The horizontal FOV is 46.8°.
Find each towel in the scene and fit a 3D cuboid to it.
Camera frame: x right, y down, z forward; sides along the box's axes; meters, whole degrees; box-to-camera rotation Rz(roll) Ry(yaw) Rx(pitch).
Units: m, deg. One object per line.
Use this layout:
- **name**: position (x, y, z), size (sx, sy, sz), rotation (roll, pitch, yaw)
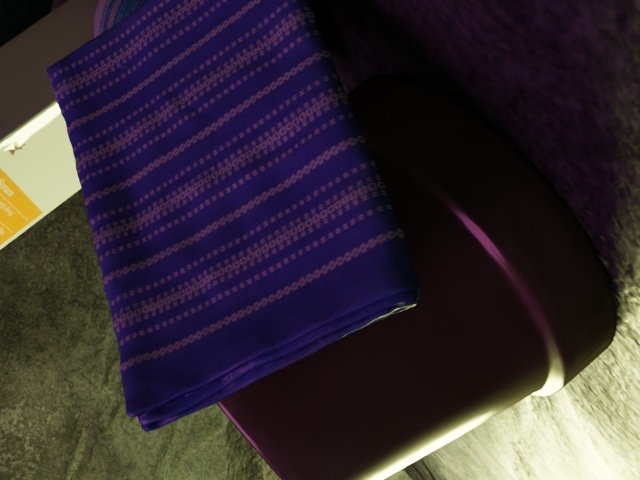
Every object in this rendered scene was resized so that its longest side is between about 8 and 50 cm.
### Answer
- **towel**: position (-0.087, -0.056, 0.550), size (0.040, 0.243, 0.335), rotation (19, -133, -60)

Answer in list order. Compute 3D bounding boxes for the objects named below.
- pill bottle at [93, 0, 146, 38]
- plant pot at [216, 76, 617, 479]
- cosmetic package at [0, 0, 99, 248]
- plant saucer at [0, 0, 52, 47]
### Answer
- **pill bottle**: position (-0.108, -0.179, 0.709), size (0.264, 0.146, 0.146), rotation (37, 162, 47)
- **plant pot**: position (0.035, 0.068, 0.648), size (0.323, 0.280, 0.323), rotation (47, 166, 15)
- **cosmetic package**: position (-0.480, -0.190, 1.244), size (0.161, 0.453, 0.230), rotation (44, 167, 20)
- **plant saucer**: position (-0.523, -0.416, 1.223), size (0.044, 0.317, 0.317), rotation (9, 160, 5)
